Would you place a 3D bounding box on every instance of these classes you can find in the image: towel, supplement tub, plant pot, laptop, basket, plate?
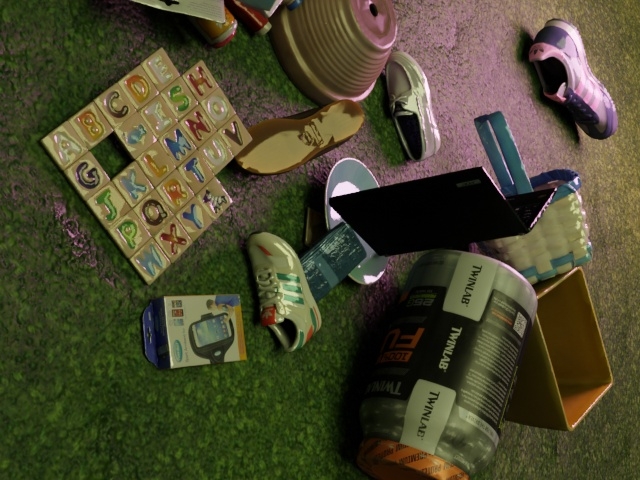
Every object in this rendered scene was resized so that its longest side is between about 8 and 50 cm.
[{"bbox_3d":[0.007,0.033,1.165,0.119,0.029,0.067,-42,116,-18],"label":"towel"},{"bbox_3d":[0.173,0.188,1.211,0.193,0.193,0.316,43,58,-35],"label":"supplement tub"},{"bbox_3d":[0.337,0.182,1.438,0.212,0.187,0.212,-22,97,-51],"label":"plant pot"},{"bbox_3d":[0.037,-0.322,1.282,0.237,0.109,0.238,19,65,-48],"label":"plant pot"},{"bbox_3d":[0.181,-0.063,1.241,0.264,0.234,0.137,-41,116,-53],"label":"laptop"},{"bbox_3d":[0.332,-0.080,1.464,0.255,0.201,0.289,-43,114,-81],"label":"basket"},{"bbox_3d":[0.049,-0.027,1.265,0.188,0.024,0.188,25,59,-53],"label":"plate"}]

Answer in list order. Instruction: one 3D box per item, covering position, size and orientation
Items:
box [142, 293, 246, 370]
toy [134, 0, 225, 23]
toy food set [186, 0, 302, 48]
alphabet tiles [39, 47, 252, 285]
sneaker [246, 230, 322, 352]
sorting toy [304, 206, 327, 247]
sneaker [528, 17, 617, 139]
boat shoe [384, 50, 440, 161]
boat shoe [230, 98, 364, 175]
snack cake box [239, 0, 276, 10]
[{"bbox_3d":[-0.144,0.104,0.999,0.136,0.028,0.081,2,78,-52],"label":"box"},{"bbox_3d":[-0.192,-0.358,1.042,0.136,0.056,0.237,7,64,-27],"label":"toy"},{"bbox_3d":[-0.078,-0.311,1.131,0.104,0.111,0.232,48,53,-26],"label":"toy food set"},{"bbox_3d":[-0.178,-0.099,1.001,0.237,0.009,0.198,-49,117,-35],"label":"alphabet tiles"},{"bbox_3d":[-0.054,0.067,1.095,0.075,0.057,0.161,-49,120,-52],"label":"sneaker"},{"bbox_3d":[0.000,0.000,1.218,0.062,0.012,0.083,27,59,-44],"label":"sorting toy"},{"bbox_3d":[0.554,-0.330,1.943,0.131,0.112,0.319,-50,117,-26],"label":"sneaker"},{"bbox_3d":[0.142,-0.216,1.423,0.063,0.066,0.184,-38,119,-50],"label":"boat shoe"},{"bbox_3d":[-0.037,-0.131,1.161,0.207,0.073,0.073,-21,93,-31],"label":"boat shoe"},{"bbox_3d":[-0.158,-0.382,0.982,0.264,0.089,0.152,13,60,-22],"label":"snack cake box"}]
